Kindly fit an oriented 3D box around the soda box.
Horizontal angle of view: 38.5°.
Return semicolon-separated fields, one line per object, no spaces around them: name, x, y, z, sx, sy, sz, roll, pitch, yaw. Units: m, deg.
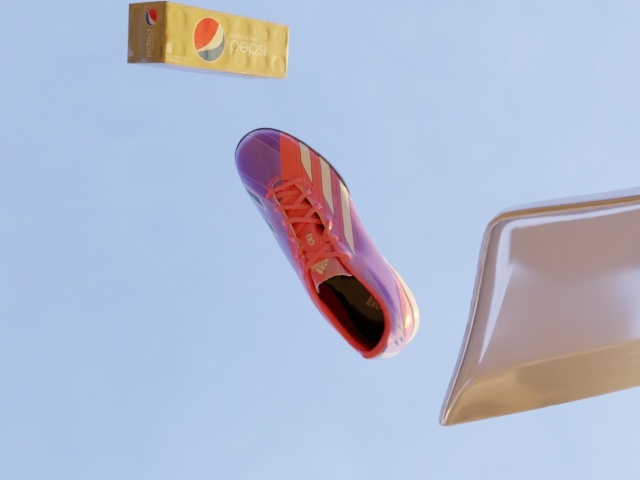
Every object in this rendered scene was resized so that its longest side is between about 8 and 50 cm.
soda box;-0.113;-0.206;0.958;0.058;0.181;0.061;8;-82;40

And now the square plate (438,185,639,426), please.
square plate;0.301;0.056;0.961;0.347;0.344;0.049;-9;-131;-12

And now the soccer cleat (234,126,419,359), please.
soccer cleat;0.000;0.000;1.071;0.108;0.116;0.318;-36;-94;18
